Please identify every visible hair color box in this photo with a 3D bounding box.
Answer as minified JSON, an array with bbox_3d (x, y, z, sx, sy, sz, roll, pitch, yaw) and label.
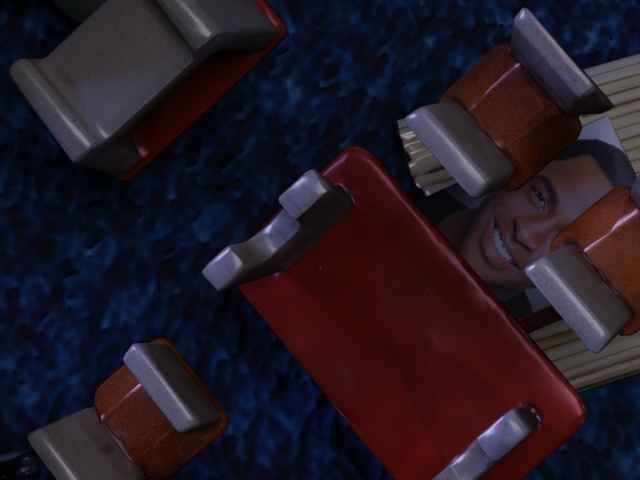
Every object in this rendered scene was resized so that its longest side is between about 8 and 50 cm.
[{"bbox_3d":[0.079,0.007,0.794,0.141,0.043,0.072,-25,74,7],"label":"hair color box"}]

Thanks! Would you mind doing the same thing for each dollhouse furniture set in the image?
[{"bbox_3d":[0.000,0.000,0.745,0.262,0.135,0.259,-41,81,13],"label":"dollhouse furniture set"}]

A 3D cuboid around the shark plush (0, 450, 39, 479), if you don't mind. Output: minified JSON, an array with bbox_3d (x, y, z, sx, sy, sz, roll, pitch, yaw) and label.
[{"bbox_3d":[-0.201,0.102,0.742,0.161,0.073,0.067,-18,47,-9],"label":"shark plush"}]

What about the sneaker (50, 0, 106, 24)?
[{"bbox_3d":[-0.069,-0.182,0.837,0.086,0.064,0.192,37,75,-4],"label":"sneaker"}]

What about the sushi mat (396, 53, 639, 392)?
[{"bbox_3d":[0.202,-0.029,0.868,0.316,0.019,0.151,-16,77,-14],"label":"sushi mat"}]
